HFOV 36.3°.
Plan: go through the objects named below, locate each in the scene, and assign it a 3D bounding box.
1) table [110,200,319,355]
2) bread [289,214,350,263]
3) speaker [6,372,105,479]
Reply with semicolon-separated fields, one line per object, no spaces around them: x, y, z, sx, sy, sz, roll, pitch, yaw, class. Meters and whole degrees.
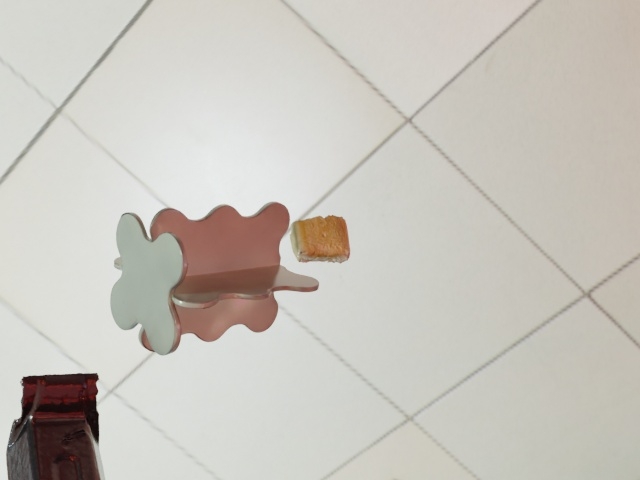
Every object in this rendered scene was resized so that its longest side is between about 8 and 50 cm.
-0.118;0.039;1.120;0.166;0.198;0.167;7;99;47;table
0.000;0.000;1.391;0.083;0.070;0.035;-3;148;-15;bread
-0.449;0.443;1.720;0.180;0.388;0.184;-1;135;-25;speaker
